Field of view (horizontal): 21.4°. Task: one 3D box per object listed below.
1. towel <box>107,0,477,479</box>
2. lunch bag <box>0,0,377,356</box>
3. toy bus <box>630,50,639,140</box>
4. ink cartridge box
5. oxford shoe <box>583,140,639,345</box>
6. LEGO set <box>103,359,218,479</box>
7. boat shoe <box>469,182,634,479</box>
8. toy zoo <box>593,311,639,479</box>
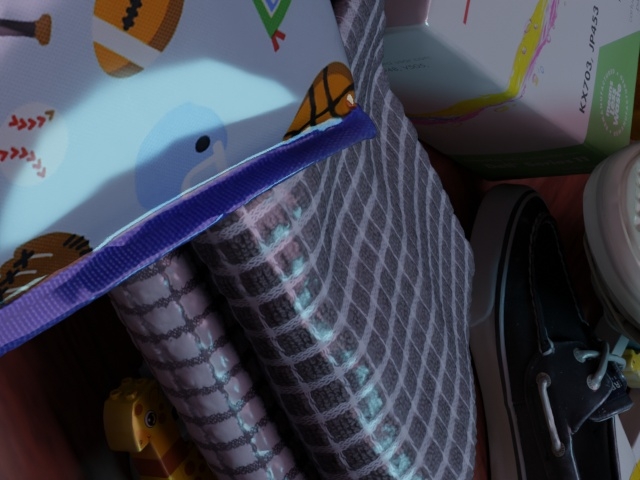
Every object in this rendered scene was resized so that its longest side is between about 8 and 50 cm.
[{"bbox_3d":[0.000,0.000,0.886,0.235,0.121,0.284,61,24,-29],"label":"towel"},{"bbox_3d":[-0.198,-0.111,0.592,0.385,0.239,0.328,-30,114,-35],"label":"lunch bag"},{"bbox_3d":[0.326,-0.212,1.405,0.220,0.149,0.211,-54,136,-40],"label":"toy bus"},{"bbox_3d":[0.084,-0.187,1.091,0.353,0.119,0.207,25,69,-52],"label":"ink cartridge box"},{"bbox_3d":[0.252,0.026,1.212,0.449,0.130,0.169,3,70,-67],"label":"oxford shoe"},{"bbox_3d":[-0.107,0.122,0.825,0.227,0.087,0.093,-50,128,-46],"label":"LEGO set"},{"bbox_3d":[0.175,0.107,1.219,0.108,0.102,0.301,-10,96,-55],"label":"boat shoe"},{"bbox_3d":[0.281,0.129,1.436,0.293,0.030,0.192,-55,131,-42],"label":"toy zoo"}]
